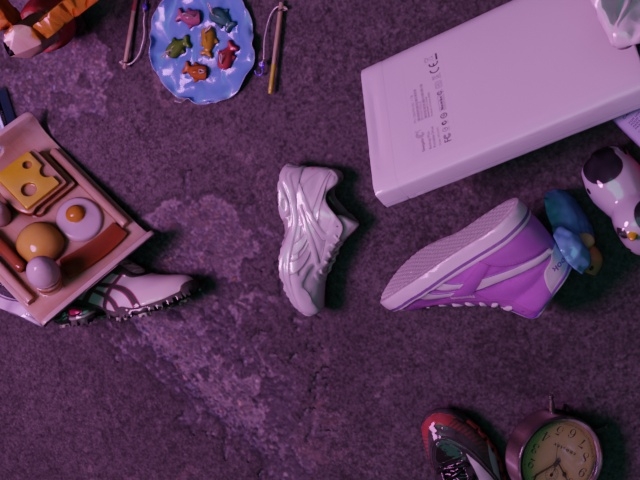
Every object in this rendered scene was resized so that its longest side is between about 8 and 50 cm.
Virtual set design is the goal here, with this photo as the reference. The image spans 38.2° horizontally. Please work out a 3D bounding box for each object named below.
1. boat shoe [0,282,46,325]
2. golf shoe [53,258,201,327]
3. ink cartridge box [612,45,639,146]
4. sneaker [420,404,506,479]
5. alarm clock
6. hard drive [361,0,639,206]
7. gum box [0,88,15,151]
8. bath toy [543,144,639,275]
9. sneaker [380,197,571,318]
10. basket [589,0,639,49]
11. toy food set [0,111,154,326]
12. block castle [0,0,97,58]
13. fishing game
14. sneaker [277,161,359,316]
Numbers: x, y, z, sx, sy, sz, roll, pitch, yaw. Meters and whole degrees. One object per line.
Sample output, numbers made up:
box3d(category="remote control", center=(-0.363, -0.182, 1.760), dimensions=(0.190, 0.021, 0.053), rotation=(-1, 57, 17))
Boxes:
box3d(category="boat shoe", center=(-0.495, 0.088, 1.539), dimensions=(0.228, 0.080, 0.076), rotation=(4, 66, 58))
box3d(category="golf shoe", center=(-0.324, 0.069, 1.489), dimensions=(0.273, 0.105, 0.120), rotation=(-8, 92, 21))
box3d(category="ink cartridge box", center=(0.445, -0.169, 1.069), dimensions=(0.065, 0.311, 0.186), rotation=(31, 111, -35))
box3d(category="sneaker", center=(0.219, 0.373, 1.328), dimensions=(0.097, 0.135, 0.276), rotation=(-26, 89, 25))
box3d(category="alarm clock", center=(0.314, 0.318, 1.290), dimensions=(0.129, 0.064, 0.192), rotation=(30, 84, -15))
box3d(category="hard drive", center=(0.224, -0.201, 1.191), dimensions=(0.353, 0.047, 0.233), rotation=(-22, 50, 23))
box3d(category="gum box", center=(-0.594, -0.157, 1.577), dimensions=(0.184, 0.041, 0.157), rotation=(-15, 95, 21))
box3d(category="bath toy", center=(0.447, -0.095, 1.157), dimensions=(0.348, 0.129, 0.151), rotation=(-40, 85, 21))
box3d(category="sneaker", center=(0.214, 0.069, 1.274), dimensions=(0.161, 0.102, 0.282), rotation=(45, 137, -13))
box3d(category="basket", center=(0.397, -0.426, 0.938), dimensions=(0.328, 0.266, 0.331), rotation=(-24, 100, 32))
box3d(category="toy food set", center=(-0.442, -0.039, 1.446), dimensions=(0.306, 0.092, 0.220), rotation=(44, 72, 12))
box3d(category="block castle", center=(-0.438, -0.516, 1.307), dimensions=(0.303, 0.213, 0.453), rotation=(-33, 110, 13))
box3d(category="fishing game", center=(-0.186, -0.298, 1.400), dimensions=(0.264, 0.041, 0.189), rotation=(16, 103, 17))
box3d(category="sneaker", center=(0.000, 0.000, 1.364), dimensions=(0.115, 0.090, 0.232), rotation=(-1, 101, 17))
